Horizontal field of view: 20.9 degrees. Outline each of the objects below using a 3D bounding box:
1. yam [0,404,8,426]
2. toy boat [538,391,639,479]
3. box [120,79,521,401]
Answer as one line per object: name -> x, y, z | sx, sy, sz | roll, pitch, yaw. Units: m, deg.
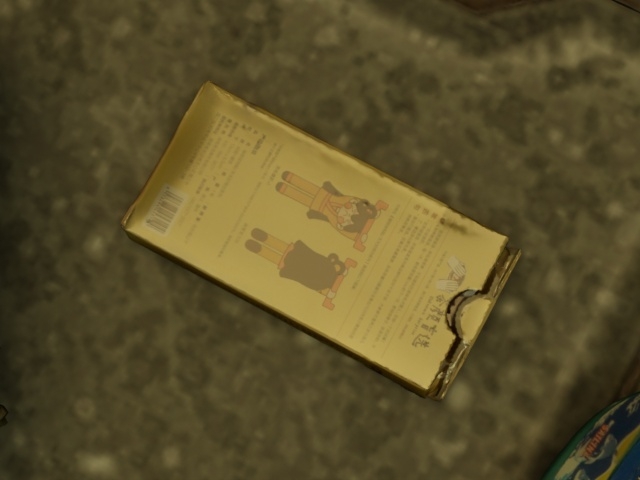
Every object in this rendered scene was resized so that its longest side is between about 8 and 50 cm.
yam -> -0.235, 0.022, 0.606 | 0.241, 0.241, 0.348 | -3, 81, 2
toy boat -> 0.126, 0.124, 0.637 | 0.110, 0.091, 0.175 | 27, 76, 26
box -> 0.000, 0.000, 0.702 | 0.149, 0.020, 0.073 | 29, 81, 8
